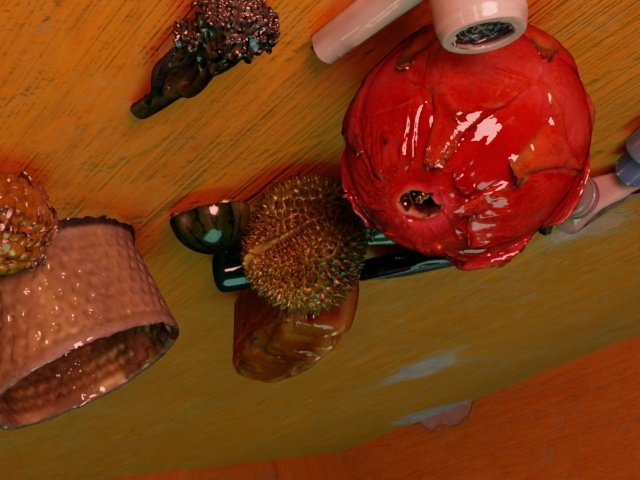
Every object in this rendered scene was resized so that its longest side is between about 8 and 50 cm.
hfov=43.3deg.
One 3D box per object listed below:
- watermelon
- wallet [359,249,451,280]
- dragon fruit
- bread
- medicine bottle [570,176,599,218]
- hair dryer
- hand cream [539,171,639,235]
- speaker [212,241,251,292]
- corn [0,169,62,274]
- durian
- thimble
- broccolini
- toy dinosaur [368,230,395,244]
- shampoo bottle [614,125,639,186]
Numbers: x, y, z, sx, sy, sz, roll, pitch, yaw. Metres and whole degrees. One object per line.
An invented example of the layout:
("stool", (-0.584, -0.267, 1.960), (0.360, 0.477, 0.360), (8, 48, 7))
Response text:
("watermelon", (-0.136, -0.014, 1.026), (0.105, 0.062, 0.105), (-13, 167, -3))
("wallet", (0.156, 0.035, 1.278), (0.167, 0.036, 0.222), (-13, 173, 16))
("dragon fruit", (0.137, -0.096, 0.761), (0.252, 0.241, 0.241), (-20, 165, -35))
("bread", (-0.044, 0.107, 1.248), (0.132, 0.167, 0.294), (20, 149, -16))
("medicine bottle", (0.305, -0.079, 1.092), (0.090, 0.090, 0.216), (-28, 155, 33))
("hair dryer", (0.060, -0.191, 0.658), (0.073, 0.131, 0.236), (0, 168, -37))
("hand cream", (0.488, -0.086, 1.240), (0.336, 0.076, 0.121), (-19, 160, -5))
("speaker", (-0.120, 0.028, 1.166), (0.075, 0.060, 0.094), (-10, 123, -9))
("corn", (-0.403, -0.024, 0.774), (0.317, 0.115, 0.115), (7, 150, -39))
("durian", (-0.012, -0.002, 1.005), (0.159, 0.198, 0.146), (27, 166, 15))
("thimble", (-0.319, 0.105, 0.997), (0.270, 0.150, 0.271), (-29, 164, -9))
("broccolini", (-0.107, -0.148, 0.716), (0.091, 0.068, 0.202), (-21, 168, -40))
("toy dinosaur", (0.150, -0.024, 1.134), (0.292, 0.079, 0.120), (-11, 180, -11))
("shampoo bottle", (0.474, -0.151, 1.055), (0.103, 0.061, 0.258), (-7, 157, -17))
